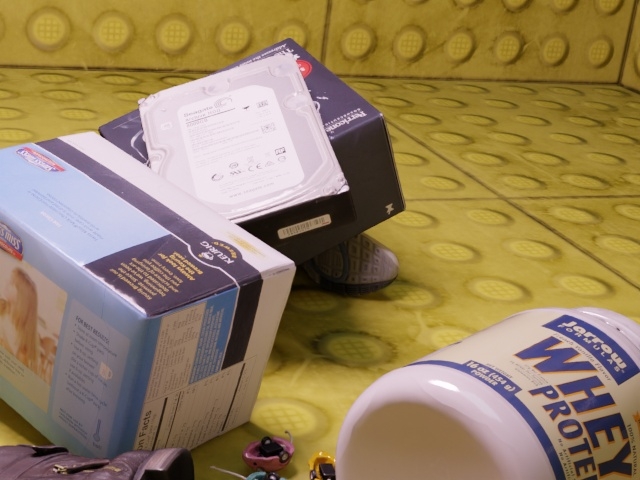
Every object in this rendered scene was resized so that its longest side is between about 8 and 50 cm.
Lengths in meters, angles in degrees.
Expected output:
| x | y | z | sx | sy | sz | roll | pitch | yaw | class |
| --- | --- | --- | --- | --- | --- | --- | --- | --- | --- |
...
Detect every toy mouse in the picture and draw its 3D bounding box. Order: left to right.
| x | y | z | sx | sy | sz | roll | pitch | yaw | class |
| --- | --- | --- | --- | --- | --- | --- | --- | --- | --- |
| -0.047 | 0.248 | 1.183 | 0.143 | 0.031 | 0.161 | 0 | 21 | -19 | toy mouse |

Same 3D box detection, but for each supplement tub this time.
| x | y | z | sx | sy | sz | roll | pitch | yaw | class |
| --- | --- | --- | --- | --- | --- | --- | --- | --- | --- |
| 0.196 | 0.199 | 1.102 | 0.235 | 0.236 | 0.324 | 23 | 26 | 36 | supplement tub |

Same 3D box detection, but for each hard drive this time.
| x | y | z | sx | sy | sz | roll | pitch | yaw | class |
| --- | --- | --- | --- | --- | --- | --- | --- | --- | --- |
| -0.107 | -0.113 | 1.485 | 0.236 | 0.064 | 0.339 | -17 | 40 | -2 | hard drive |

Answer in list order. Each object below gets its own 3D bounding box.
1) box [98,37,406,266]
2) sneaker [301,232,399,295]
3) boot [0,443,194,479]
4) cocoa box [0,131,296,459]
| x | y | z | sx | sy | sz | roll | pitch | yaw | class |
| --- | --- | --- | --- | --- | --- | --- | --- | --- | --- |
| -0.104 | -0.109 | 1.671 | 0.343 | 0.179 | 0.312 | -28 | 40 | -13 | box |
| 0.000 | 0.000 | 1.758 | 0.297 | 0.111 | 0.129 | 20 | 19 | 29 | sneaker |
| -0.257 | 0.246 | 1.019 | 0.228 | 0.091 | 0.263 | 0 | 7 | 16 | boot |
| -0.247 | 0.062 | 1.257 | 0.347 | 0.232 | 0.228 | 32 | 31 | 28 | cocoa box |
